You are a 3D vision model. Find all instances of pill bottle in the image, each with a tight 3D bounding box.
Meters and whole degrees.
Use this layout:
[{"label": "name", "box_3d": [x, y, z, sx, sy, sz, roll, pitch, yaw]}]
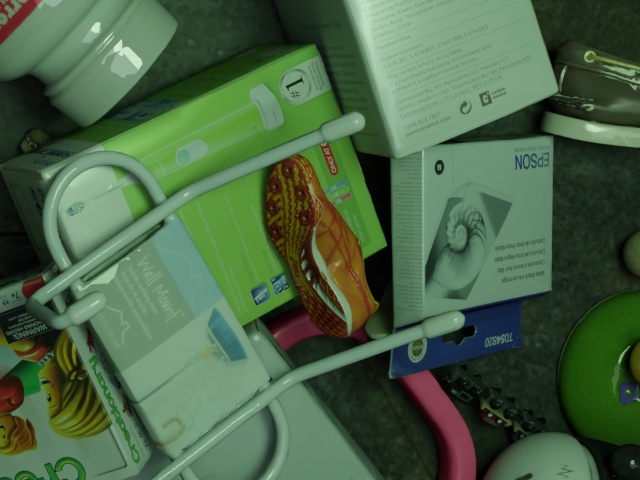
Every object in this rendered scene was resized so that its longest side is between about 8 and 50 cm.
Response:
[{"label": "pill bottle", "box_3d": [-0.280, -0.248, 1.337, 0.318, 0.176, 0.176, 42, 84, -17]}]

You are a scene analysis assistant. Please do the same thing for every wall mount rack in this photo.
[{"label": "wall mount rack", "box_3d": [-0.063, 0.059, 1.306, 0.304, 0.130, 0.350, -37, 114, -22]}]

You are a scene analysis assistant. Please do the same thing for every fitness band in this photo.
[{"label": "fitness band", "box_3d": [0.030, 0.197, 1.551, 0.209, 0.054, 0.291, -40, 107, -9]}]

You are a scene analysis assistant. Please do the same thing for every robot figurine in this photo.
[{"label": "robot figurine", "box_3d": [0.291, 0.295, 1.578, 0.278, 0.173, 0.209, 17, 92, -19]}]

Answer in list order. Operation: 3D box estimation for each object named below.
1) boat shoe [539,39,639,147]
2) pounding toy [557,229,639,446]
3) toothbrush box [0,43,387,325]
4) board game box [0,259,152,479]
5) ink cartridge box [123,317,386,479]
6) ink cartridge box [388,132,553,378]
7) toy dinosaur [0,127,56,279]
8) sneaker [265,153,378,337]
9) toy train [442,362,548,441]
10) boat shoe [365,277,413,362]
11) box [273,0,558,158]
[{"label": "boat shoe", "box_3d": [0.384, -0.137, 1.587, 0.324, 0.116, 0.097, 6, 98, -12]}, {"label": "pounding toy", "box_3d": [0.360, 0.124, 1.612, 0.183, 0.110, 0.237, 24, 90, -18]}, {"label": "toothbrush box", "box_3d": [-0.110, -0.031, 1.412, 0.283, 0.122, 0.206, -29, 109, -25]}, {"label": "board game box", "box_3d": [-0.323, 0.153, 1.367, 0.305, 0.053, 0.193, -19, 104, 17]}, {"label": "ink cartridge box", "box_3d": [-0.095, 0.289, 1.477, 0.324, 0.071, 0.330, -36, 104, 5]}, {"label": "ink cartridge box", "box_3d": [0.150, 0.012, 1.514, 0.223, 0.045, 0.224, -9, 102, -48]}, {"label": "toy dinosaur", "box_3d": [-0.237, 0.034, 1.448, 0.118, 0.064, 0.268, -27, 107, -19]}, {"label": "sneaker", "box_3d": [0.000, 0.000, 1.384, 0.067, 0.064, 0.175, -41, 121, -43]}, {"label": "toy train", "box_3d": [0.179, 0.171, 1.586, 0.036, 0.027, 0.158, -38, 127, 25]}, {"label": "boat shoe", "box_3d": [0.085, 0.066, 1.525, 0.133, 0.049, 0.042, -52, 137, -41]}, {"label": "box", "box_3d": [0.051, -0.267, 1.416, 0.168, 0.215, 0.345, -23, 103, -14]}]
